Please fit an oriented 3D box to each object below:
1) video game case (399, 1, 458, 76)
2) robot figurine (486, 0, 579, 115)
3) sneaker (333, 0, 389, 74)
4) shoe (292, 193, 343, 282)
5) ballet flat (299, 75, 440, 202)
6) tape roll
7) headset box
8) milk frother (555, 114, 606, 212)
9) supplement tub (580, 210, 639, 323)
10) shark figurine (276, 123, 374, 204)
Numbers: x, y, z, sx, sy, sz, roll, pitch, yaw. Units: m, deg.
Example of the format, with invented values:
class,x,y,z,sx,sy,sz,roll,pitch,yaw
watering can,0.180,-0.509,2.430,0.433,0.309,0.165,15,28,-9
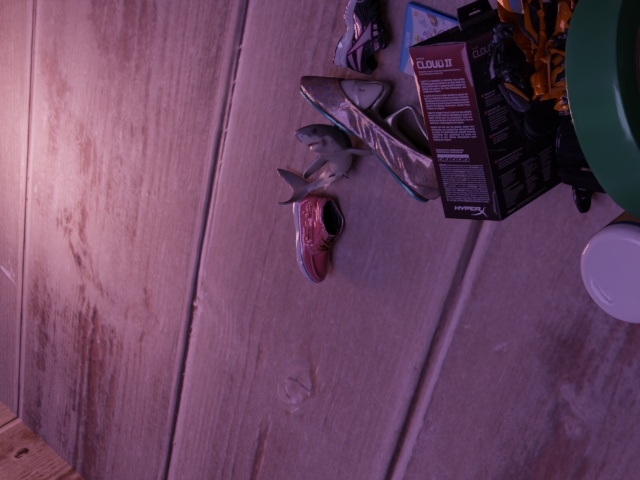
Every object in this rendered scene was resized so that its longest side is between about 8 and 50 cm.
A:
class,x,y,z,sx,sy,sz,roll,pitch,yaw
video game case,0.199,-0.297,1.871,0.166,0.015,0.119,28,130,31
robot figurine,0.316,-0.315,1.607,0.085,0.211,0.291,-179,77,-69
sneaker,0.082,-0.348,1.930,0.077,0.072,0.178,30,139,14
shoe,0.000,0.000,2.196,0.081,0.063,0.178,10,115,47
ballet flat,0.104,-0.200,1.973,0.316,0.107,0.106,43,116,11
tape roll,0.430,-0.185,1.478,0.077,0.321,0.321,-12,104,47
headset box,0.255,-0.203,1.717,0.110,0.218,0.293,4,116,45
milk frother,0.422,-0.106,1.715,0.134,0.129,0.143,14,165,39
supplement tub,0.469,0.015,1.644,0.144,0.199,0.144,22,126,35
shark figurine,0.011,-0.161,2.095,0.278,0.166,0.116,116,147,-67
